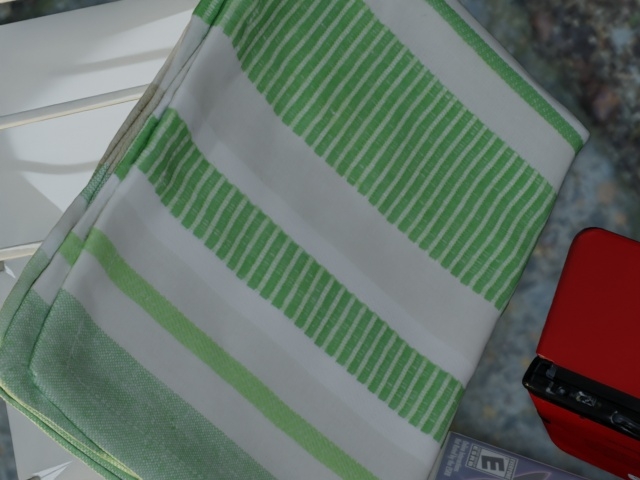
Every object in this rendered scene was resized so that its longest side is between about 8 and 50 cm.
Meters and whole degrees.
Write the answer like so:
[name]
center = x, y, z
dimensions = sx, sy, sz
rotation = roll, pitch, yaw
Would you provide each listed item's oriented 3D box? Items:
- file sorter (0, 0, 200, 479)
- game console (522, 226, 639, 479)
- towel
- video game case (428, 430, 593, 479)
[file sorter]
center = -0.116, 0.000, 0.983
dimensions = 0.193, 0.173, 0.277
rotation = -10, 88, 10
[game console]
center = 0.189, 0.076, 0.952
dimensions = 0.144, 0.124, 0.085
rotation = 23, 69, 31
[towel]
center = 0.000, 0.000, 0.906
dimensions = 0.248, 0.038, 0.324
rotation = 41, 60, -26
[video game case]
center = 0.123, 0.194, 0.907
dimensions = 0.183, 0.201, 0.023
rotation = 19, 129, 5
